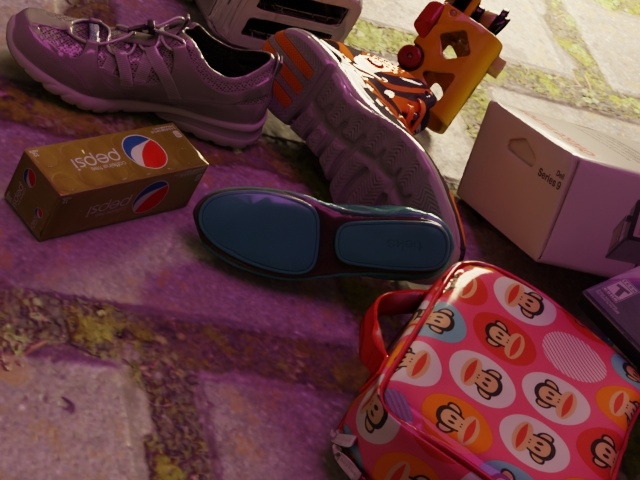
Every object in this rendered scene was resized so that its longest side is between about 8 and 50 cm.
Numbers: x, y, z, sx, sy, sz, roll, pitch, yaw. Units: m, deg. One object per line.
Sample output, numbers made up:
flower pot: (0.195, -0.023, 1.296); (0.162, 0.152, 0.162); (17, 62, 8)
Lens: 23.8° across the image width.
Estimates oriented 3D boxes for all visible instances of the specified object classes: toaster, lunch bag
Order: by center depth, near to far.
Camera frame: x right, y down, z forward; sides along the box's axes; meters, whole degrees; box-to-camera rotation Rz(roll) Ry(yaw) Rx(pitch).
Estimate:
lunch bag: (0.141, 0.143, 1.336); (0.258, 0.120, 0.293); (36, 35, 5)
toaster: (-0.048, -0.295, 1.723); (0.227, 0.129, 0.146); (9, 45, -33)

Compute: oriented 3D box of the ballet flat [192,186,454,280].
ballet flat: (0.000, 0.000, 1.434); (0.247, 0.083, 0.087); (6, -4, -6)

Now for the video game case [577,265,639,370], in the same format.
video game case: (0.411, 0.075, 1.463); (0.274, 0.026, 0.196); (-21, 53, -28)

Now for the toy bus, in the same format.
toy bus: (0.160, -0.219, 1.729); (0.104, 0.202, 0.191); (36, 40, 4)

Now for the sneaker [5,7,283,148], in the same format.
sneaker: (-0.170, -0.188, 1.504); (0.281, 0.115, 0.105); (13, 39, -25)

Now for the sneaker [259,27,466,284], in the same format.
sneaker: (0.081, -0.098, 1.583); (0.180, 0.124, 0.321); (-5, 57, -53)

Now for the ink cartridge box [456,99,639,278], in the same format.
ink cartridge box: (0.323, -0.039, 1.644); (0.289, 0.122, 0.211); (13, 16, -25)

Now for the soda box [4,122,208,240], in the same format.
soda box: (-0.192, -0.055, 1.377); (0.181, 0.058, 0.061); (-17, 58, -47)

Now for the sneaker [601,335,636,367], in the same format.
sneaker: (0.350, 0.109, 1.586); (0.083, 0.071, 0.190); (50, 39, 15)
